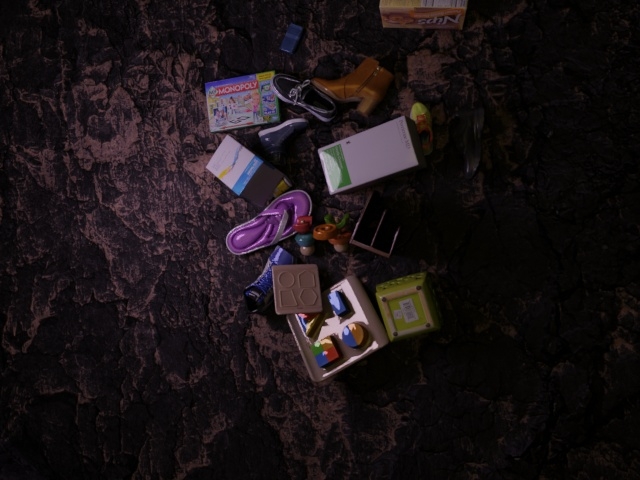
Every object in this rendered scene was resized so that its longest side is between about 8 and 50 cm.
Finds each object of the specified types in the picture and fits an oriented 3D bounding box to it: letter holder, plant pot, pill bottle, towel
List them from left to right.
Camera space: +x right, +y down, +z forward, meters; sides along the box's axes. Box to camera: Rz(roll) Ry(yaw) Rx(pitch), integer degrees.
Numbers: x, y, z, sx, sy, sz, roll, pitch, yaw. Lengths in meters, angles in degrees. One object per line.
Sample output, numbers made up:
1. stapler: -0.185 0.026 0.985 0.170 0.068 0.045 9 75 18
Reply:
1. pill bottle: -0.182 -0.221 1.978 0.116 0.065 0.065 -35 84 11
2. towel: -0.118 -0.843 1.971 0.067 0.029 0.119 26 95 10
3. letter holder: 0.236 -0.063 1.773 0.152 0.302 0.214 22 95 11
4. plant pot: 0.338 0.257 1.808 0.227 0.207 0.228 -18 87 12

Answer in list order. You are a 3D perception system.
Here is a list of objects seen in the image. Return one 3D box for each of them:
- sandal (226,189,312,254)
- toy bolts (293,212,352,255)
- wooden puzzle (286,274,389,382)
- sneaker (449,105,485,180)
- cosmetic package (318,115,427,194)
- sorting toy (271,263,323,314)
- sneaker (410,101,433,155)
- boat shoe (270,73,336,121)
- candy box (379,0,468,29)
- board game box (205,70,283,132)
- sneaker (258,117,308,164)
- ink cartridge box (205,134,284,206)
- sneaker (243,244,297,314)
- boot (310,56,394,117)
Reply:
1. sandal: -0.211 -0.056 1.960 0.416 0.102 0.169 -33 95 10
2. toy bolts: 0.000 0.000 1.879 0.228 0.218 0.159 0 115 18
3. wooden puzzle: 0.054 0.345 1.879 0.347 0.080 0.322 -31 62 9
4. sneaker: 0.561 -0.371 1.811 0.130 0.109 0.286 3 83 18
5. cosmetic package: 0.200 -0.318 1.815 0.365 0.155 0.197 -18 87 27
6. sorting toy: -0.094 0.194 1.885 0.193 0.038 0.208 -1 67 -18
7. sneaker: 0.402 -0.443 1.837 0.081 0.094 0.209 -13 88 12
8. boat shoe: -0.071 -0.591 1.909 0.306 0.105 0.113 37 85 4
9. candy box: 0.390 -0.879 1.785 0.316 0.183 0.088 6 93 12
10. board game box: -0.328 -0.588 2.012 0.317 0.046 0.214 -7 91 12
11. sneaker: -0.139 -0.401 1.947 0.226 0.086 0.163 -16 77 21
12. ink cartridge box: -0.308 -0.284 1.919 0.232 0.171 0.168 39 97 27
13. sneaker: -0.215 0.183 1.934 0.127 0.182 0.316 31 97 8
14. boot: 0.130 -0.648 1.896 0.295 0.104 0.211 30 92 5
